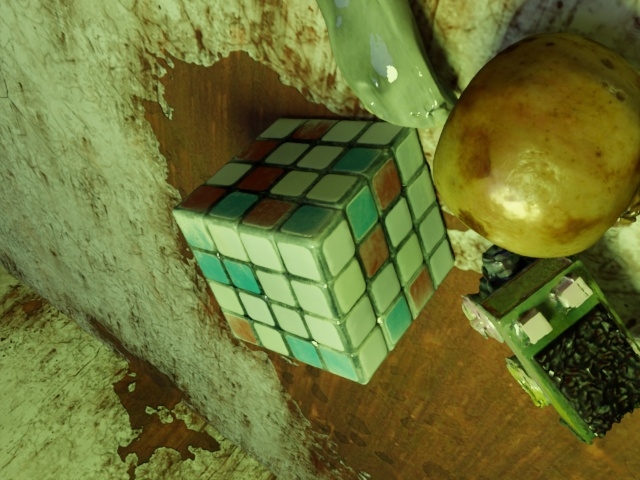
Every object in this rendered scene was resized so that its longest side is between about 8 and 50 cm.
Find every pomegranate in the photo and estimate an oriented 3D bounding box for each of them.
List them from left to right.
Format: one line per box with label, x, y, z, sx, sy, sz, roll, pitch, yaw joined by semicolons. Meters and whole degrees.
pomegranate;0.223;-0.082;0.691;0.215;0.215;0.215;28;145;22

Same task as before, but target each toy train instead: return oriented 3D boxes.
toy train;0.288;0.122;0.882;0.261;0.134;0.177;51;-178;-15

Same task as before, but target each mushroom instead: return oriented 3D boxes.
mushroom;0.037;-0.270;0.788;0.109;0.097;0.351;-18;111;51

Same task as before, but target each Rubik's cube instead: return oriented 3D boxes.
Rubik's cube;0.000;0.000;0.989;0.256;0.253;0.259;11;137;39
